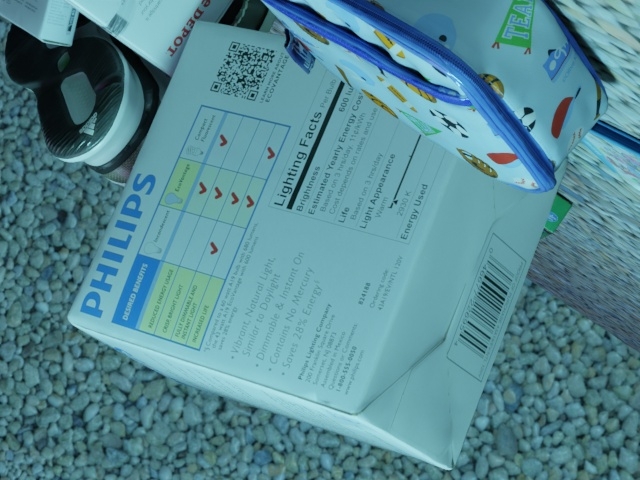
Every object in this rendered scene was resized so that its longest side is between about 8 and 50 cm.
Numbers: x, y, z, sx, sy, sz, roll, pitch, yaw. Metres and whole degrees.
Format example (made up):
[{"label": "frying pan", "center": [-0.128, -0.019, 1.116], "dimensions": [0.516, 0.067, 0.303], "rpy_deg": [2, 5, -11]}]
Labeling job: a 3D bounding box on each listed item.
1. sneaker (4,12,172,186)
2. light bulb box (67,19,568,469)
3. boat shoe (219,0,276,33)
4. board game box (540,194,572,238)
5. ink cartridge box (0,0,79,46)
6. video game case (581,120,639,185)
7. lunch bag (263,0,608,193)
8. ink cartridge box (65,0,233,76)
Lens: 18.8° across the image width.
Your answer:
[{"label": "sneaker", "center": [-0.211, -0.170, 2.251], "dimensions": [0.257, 0.169, 0.447], "rpy_deg": [34, -160, -33]}, {"label": "light bulb box", "center": [0.000, 0.000, 1.958], "dimensions": [0.361, 0.357, 0.225], "rpy_deg": [15, 167, 33]}, {"label": "boat shoe", "center": [-0.127, -0.274, 2.173], "dimensions": [0.091, 0.109, 0.305], "rpy_deg": [30, -176, -24]}, {"label": "board game box", "center": [0.203, -0.077, 2.441], "dimensions": [0.213, 0.046, 0.317], "rpy_deg": [35, 179, 2]}, {"label": "ink cartridge box", "center": [-0.312, -0.351, 2.188], "dimensions": [0.045, 0.224, 0.223], "rpy_deg": [7, -166, -30]}, {"label": "video game case", "center": [0.290, -0.060, 1.680], "dimensions": [0.166, 0.015, 0.119], "rpy_deg": [33, 178, 44]}, {"label": "lunch bag", "center": [0.061, -0.168, 1.475], "dimensions": [0.303, 0.115, 0.243], "rpy_deg": [32, 175, 37]}, {"label": "ink cartridge box", "center": [-0.199, -0.297, 2.006], "dimensions": [0.219, 0.160, 0.092], "rpy_deg": [36, 180, -35]}]
